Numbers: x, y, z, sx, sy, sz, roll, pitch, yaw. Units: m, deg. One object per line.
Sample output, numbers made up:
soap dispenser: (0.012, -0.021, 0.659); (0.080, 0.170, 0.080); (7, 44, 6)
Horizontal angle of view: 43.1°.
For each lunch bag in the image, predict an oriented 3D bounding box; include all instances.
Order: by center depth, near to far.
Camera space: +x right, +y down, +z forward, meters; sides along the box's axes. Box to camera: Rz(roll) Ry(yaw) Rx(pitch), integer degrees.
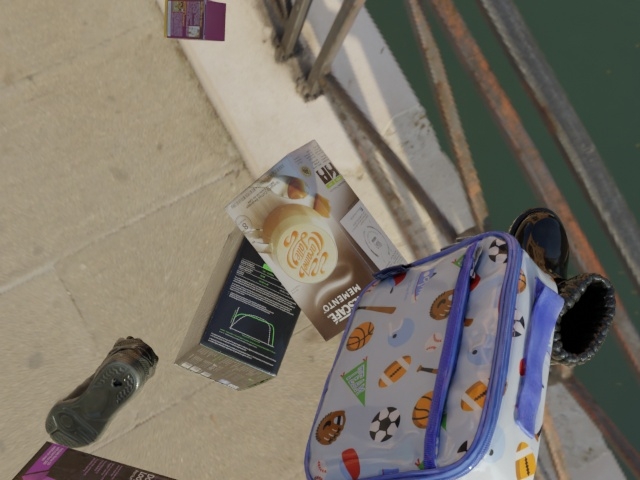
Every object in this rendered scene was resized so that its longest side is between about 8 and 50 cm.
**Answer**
lunch bag: (0.120, 0.130, 0.815); (0.115, 0.243, 0.303); (41, 47, -25)

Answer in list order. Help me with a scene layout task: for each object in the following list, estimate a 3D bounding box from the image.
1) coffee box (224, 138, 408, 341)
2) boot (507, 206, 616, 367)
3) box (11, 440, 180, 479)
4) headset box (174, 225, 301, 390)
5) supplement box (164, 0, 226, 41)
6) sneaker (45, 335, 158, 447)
coffee box: (0.000, 0.000, 1.171); (0.246, 0.141, 0.098); (52, 32, -1)
boot: (0.440, 0.075, 1.509); (0.131, 0.260, 0.348); (11, 74, -7)
box: (-0.238, 0.269, 0.838); (0.162, 0.116, 0.029); (15, 111, 6)
headset box: (-0.114, 0.086, 1.349); (0.131, 0.246, 0.283); (25, 67, -12)
supplement box: (-0.176, -0.308, 1.132); (0.043, 0.083, 0.055); (-10, 109, -51)
sneaker: (-0.328, 0.230, 1.250); (0.087, 0.130, 0.227); (44, 115, -3)
